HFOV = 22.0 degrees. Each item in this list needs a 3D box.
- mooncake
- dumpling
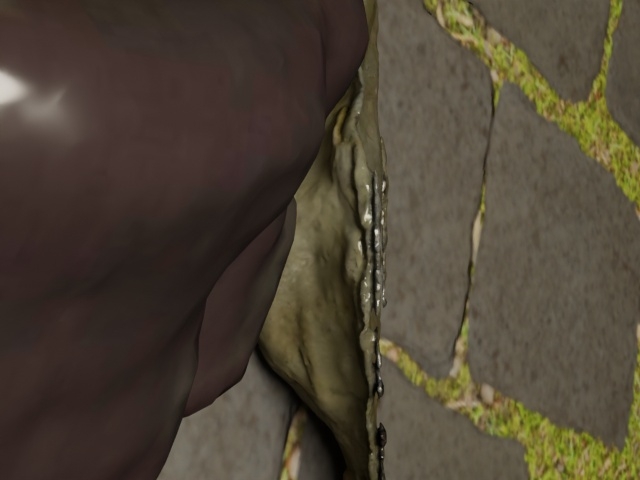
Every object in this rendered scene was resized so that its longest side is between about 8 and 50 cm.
[{"bbox_3d":[-0.168,-0.066,0.465,0.350,0.381,0.212,-3,129,-38],"label":"mooncake"},{"bbox_3d":[-0.003,0.000,0.875,0.166,0.086,0.332,-6,91,-83],"label":"dumpling"}]
